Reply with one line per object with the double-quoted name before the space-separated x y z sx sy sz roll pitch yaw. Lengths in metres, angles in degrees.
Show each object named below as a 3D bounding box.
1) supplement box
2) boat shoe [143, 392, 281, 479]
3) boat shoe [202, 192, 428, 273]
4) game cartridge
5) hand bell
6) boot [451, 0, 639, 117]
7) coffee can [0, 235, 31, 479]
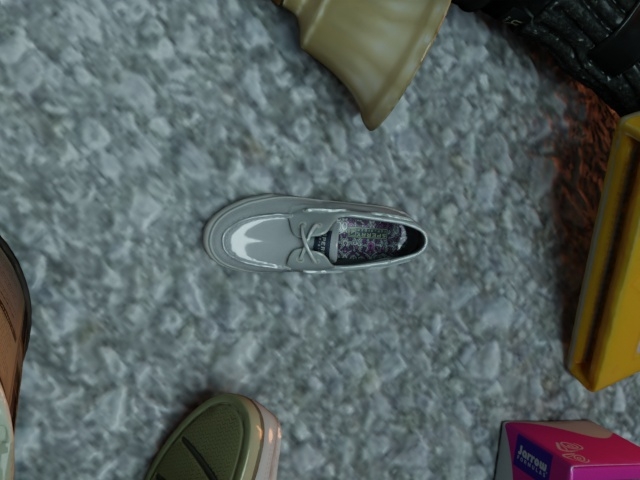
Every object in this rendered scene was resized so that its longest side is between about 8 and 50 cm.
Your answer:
"supplement box" 0.231 0.292 0.709 0.113 0.111 0.220 6 95 -19
"boat shoe" -0.091 0.265 0.599 0.103 0.113 0.302 18 96 -40
"boat shoe" 0.000 0.000 0.611 0.184 0.063 0.066 5 95 -21
"game cartridge" 0.387 -0.019 0.693 0.323 0.053 0.285 -18 130 -16
"hand bell" -0.036 -0.194 0.568 0.242 0.126 0.126 27 88 -8
"boot" 0.272 -0.292 0.631 0.260 0.131 0.348 24 100 -14
"coffee can" -0.268 0.074 0.411 0.201 0.275 0.202 -3 98 -19
